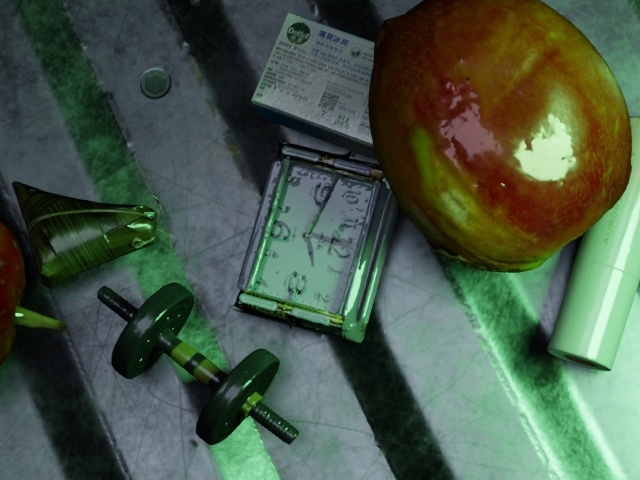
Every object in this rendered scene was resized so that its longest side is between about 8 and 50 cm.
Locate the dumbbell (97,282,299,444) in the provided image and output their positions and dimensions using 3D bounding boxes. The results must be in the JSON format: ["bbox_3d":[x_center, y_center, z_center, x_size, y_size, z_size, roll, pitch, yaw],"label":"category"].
[{"bbox_3d":[-0.163,0.160,1.577,0.325,0.143,0.143,36,84,11],"label":"dumbbell"}]

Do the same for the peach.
[{"bbox_3d":[0.216,-0.149,1.521,0.372,0.290,0.373,1,81,-7],"label":"peach"}]

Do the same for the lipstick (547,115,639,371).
[{"bbox_3d":[0.385,0.003,1.581,0.087,0.087,0.327,18,80,9],"label":"lipstick"}]

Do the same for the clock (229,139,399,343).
[{"bbox_3d":[0.000,0.000,1.624,0.186,0.083,0.253,15,80,8],"label":"clock"}]

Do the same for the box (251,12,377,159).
[{"bbox_3d":[0.021,-0.211,1.670,0.194,0.073,0.139,21,81,10],"label":"box"}]

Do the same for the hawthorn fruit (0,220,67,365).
[{"bbox_3d":[-0.493,0.070,1.586,0.330,0.287,0.287,17,80,-6],"label":"hawthorn fruit"}]

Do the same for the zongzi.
[{"bbox_3d":[-0.321,-0.044,1.680,0.187,0.084,0.184,-20,57,-9],"label":"zongzi"}]
